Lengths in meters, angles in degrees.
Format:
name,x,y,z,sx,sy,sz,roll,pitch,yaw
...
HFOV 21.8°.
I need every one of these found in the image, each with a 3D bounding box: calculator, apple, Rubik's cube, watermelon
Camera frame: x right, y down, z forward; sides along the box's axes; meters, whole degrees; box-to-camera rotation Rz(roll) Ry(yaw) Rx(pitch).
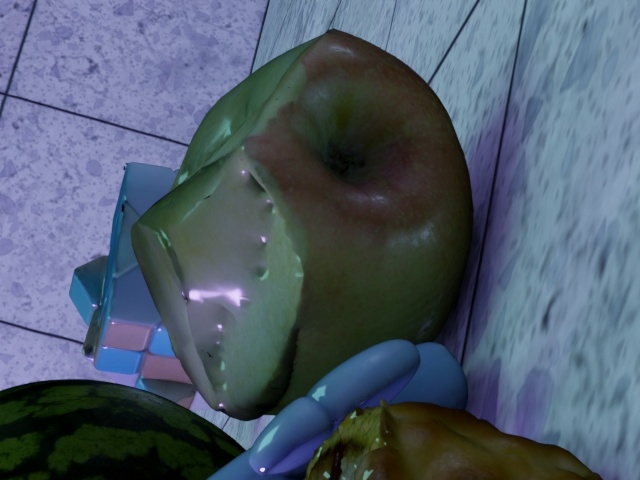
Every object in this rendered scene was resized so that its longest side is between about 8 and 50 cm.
name,x,y,z,sx,sy,sz,roll,pitch,yaw
calculator,-0.015,0.126,0.794,0.188,0.042,0.302,-31,-14,-22
apple,-0.003,-0.006,0.890,0.188,0.174,0.207,-25,45,55
Rubik's cube,-0.136,0.046,1.666,0.213,0.224,0.265,115,163,-60
watermelon,-0.152,0.235,1.084,0.285,0.285,0.285,-164,90,-83

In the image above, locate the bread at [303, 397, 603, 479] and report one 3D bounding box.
name,x,y,z,sx,sy,sz,roll,pitch,yaw
bread,0.024,0.165,0.573,0.181,0.096,0.222,126,161,-71
